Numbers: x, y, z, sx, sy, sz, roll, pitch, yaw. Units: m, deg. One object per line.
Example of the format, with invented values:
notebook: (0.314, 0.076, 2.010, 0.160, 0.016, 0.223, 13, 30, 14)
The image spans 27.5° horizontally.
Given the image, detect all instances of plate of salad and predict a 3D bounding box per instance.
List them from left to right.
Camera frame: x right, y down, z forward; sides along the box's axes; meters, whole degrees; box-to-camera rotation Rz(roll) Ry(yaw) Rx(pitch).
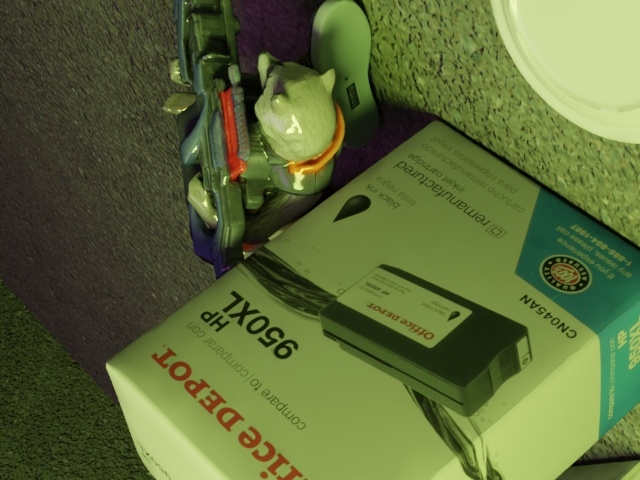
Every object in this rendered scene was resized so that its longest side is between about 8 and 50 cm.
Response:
plate of salad: (0.200, -0.160, 0.906, 0.200, 0.048, 0.199, 33, 142, 30)

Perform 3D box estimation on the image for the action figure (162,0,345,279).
action figure: (-0.064, -0.128, 1.279, 0.330, 0.179, 0.341, 163, 102, -71)

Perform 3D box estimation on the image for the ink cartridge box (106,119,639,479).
ink cartridge box: (0.062, 0.114, 1.129, 0.285, 0.395, 0.166, 38, 154, 34)

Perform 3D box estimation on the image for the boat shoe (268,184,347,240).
boat shoe: (0.000, 0.000, 1.486, 0.098, 0.109, 0.302, 60, 152, -12)

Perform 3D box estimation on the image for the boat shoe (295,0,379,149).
boat shoe: (0.003, -0.171, 1.267, 0.083, 0.065, 0.183, 40, 155, 34)

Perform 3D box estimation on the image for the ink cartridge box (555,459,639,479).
ink cartridge box: (0.296, 0.353, 1.388, 0.207, 0.117, 0.283, 53, 158, -1)
